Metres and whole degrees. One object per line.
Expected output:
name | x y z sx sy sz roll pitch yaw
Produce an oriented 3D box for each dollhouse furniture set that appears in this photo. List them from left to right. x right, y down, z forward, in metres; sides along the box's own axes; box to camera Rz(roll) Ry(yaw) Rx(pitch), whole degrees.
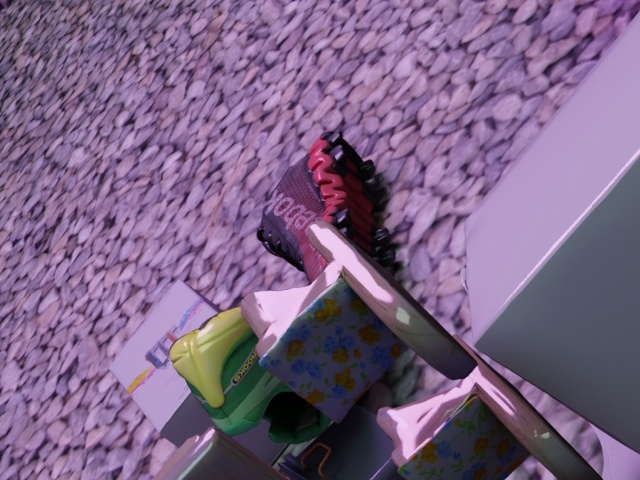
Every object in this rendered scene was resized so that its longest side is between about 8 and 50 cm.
dollhouse furniture set | 0.044 0.268 0.815 0.362 0.394 0.256 -48 31 3

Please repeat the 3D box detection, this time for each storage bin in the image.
storage bin | 0.038 0.200 1.198 0.091 0.098 0.135 -47 30 -16

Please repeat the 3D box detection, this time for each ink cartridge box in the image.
ink cartridge box | -0.112 0.145 1.402 0.127 0.128 0.176 -51 30 -2

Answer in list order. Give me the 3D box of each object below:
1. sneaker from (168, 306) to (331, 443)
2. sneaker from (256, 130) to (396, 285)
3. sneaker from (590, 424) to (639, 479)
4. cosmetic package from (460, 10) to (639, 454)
sneaker | -0.027 0.122 1.232 0.109 0.295 0.124 -28 77 29
sneaker | 0.000 0.000 1.448 0.135 0.097 0.276 -37 31 20
sneaker | 0.242 0.106 1.058 0.094 0.080 0.212 -35 33 44
cosmetic package | 0.257 -0.067 0.876 0.365 0.155 0.197 -53 13 26
